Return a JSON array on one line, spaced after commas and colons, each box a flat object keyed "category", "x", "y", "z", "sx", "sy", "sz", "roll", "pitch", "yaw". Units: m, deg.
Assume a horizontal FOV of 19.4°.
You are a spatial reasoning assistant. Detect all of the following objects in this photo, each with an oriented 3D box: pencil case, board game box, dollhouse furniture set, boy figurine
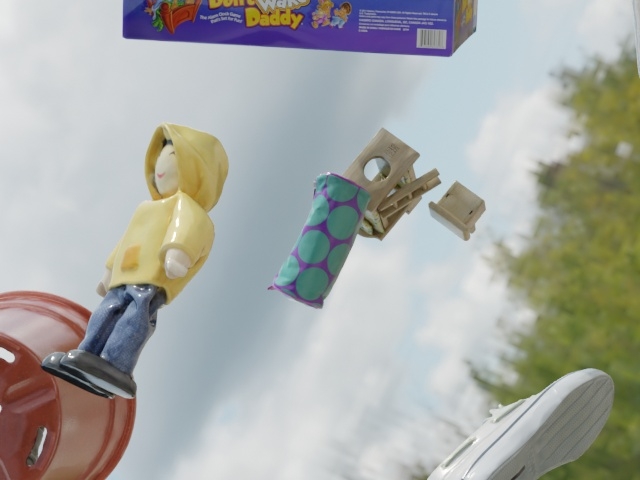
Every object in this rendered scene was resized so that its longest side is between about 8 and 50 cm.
[{"category": "pencil case", "x": 0.000, "y": 0.000, "z": 2.118, "sx": 0.152, "sy": 0.070, "sz": 0.064, "roll": -66, "pitch": -19, "yaw": 0}, {"category": "board game box", "x": -0.014, "y": -0.258, "z": 2.015, "sx": 0.233, "sy": 0.347, "sz": 0.078, "roll": -50, "pitch": -38, "yaw": -74}, {"category": "dollhouse furniture set", "x": 0.113, "y": -0.021, "z": 2.239, "sx": 0.101, "sy": 0.161, "sz": 0.182, "roll": -50, "pitch": -18, "yaw": -9}, {"category": "boy figurine", "x": -0.166, "y": 0.014, "z": 1.831, "sx": 0.177, "sy": 0.092, "sz": 0.285, "roll": -6, "pitch": 58, "yaw": 63}]

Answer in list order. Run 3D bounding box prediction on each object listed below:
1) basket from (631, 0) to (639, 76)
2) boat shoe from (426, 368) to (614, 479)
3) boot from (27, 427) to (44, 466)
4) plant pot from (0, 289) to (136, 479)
[{"category": "basket", "x": 0.420, "y": -0.291, "z": 1.422, "sx": 0.331, "sy": 0.328, "sz": 0.266, "roll": 78, "pitch": -150, "yaw": -42}, {"category": "boat shoe", "x": 0.182, "y": 0.178, "z": 1.729, "sx": 0.226, "sy": 0.075, "sz": 0.083, "roll": -31, "pitch": -54, "yaw": -40}, {"category": "boot", "x": -0.483, "y": 0.322, "z": 2.420, "sx": 0.338, "sy": 0.118, "sz": 0.223, "roll": 19, "pitch": -124, "yaw": -58}, {"category": "plant pot", "x": -0.367, "y": 0.195, "z": 2.142, "sx": 0.265, "sy": 0.272, "sz": 0.272, "roll": 2, "pitch": -69, "yaw": -86}]
